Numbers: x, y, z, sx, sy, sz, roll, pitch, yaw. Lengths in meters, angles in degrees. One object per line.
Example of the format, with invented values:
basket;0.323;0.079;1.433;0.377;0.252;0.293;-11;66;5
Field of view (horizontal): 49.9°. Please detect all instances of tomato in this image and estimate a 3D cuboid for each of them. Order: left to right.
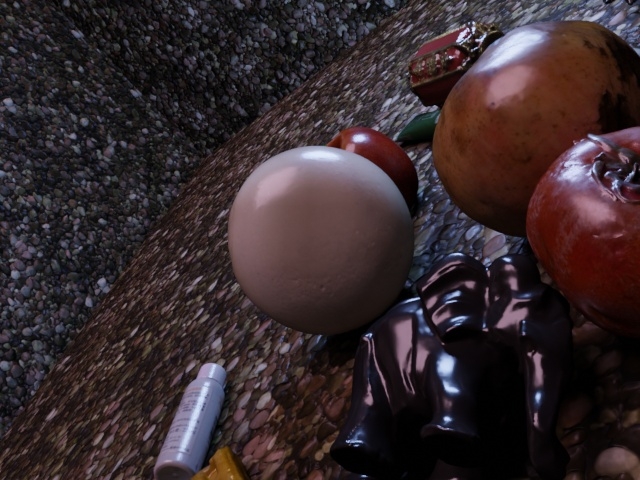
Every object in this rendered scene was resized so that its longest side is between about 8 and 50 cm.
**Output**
tomato;0.339;-0.009;0.732;0.232;0.188;0.232;-7;44;7

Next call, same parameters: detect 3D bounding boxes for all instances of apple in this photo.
apple;0.090;-0.122;1.436;0.218;0.201;0.218;-40;26;24

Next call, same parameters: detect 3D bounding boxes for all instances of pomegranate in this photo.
pomegranate;0.306;-0.151;0.952;0.322;0.322;0.322;-38;21;17

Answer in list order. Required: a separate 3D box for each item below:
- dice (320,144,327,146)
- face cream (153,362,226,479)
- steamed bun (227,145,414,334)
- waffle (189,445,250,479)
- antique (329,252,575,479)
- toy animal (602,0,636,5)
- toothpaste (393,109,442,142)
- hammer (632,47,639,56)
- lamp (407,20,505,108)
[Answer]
dice;0.013;-0.163;1.764;0.120;0.128;0.131;-52;20;-27
face cream;-0.234;0.338;1.296;0.082;0.082;0.269;-33;22;26
steamed bun;0.000;0.000;1.161;0.324;0.324;0.206;-43;-1;3
waffle;-0.191;0.450;1.024;0.248;0.055;0.221;-45;20;-6
antique;0.143;0.158;0.782;0.322;0.185;0.255;-26;27;49
toy animal;0.661;-0.547;1.396;0.148;0.084;0.232;-21;18;11
toothpaste;0.280;-0.266;1.567;0.098;0.061;0.392;-48;17;-10
hammer;0.559;-0.316;1.120;0.194;0.069;0.116;-36;19;6
lamp;0.325;-0.406;1.613;0.177;0.177;0.274;-51;19;-20
